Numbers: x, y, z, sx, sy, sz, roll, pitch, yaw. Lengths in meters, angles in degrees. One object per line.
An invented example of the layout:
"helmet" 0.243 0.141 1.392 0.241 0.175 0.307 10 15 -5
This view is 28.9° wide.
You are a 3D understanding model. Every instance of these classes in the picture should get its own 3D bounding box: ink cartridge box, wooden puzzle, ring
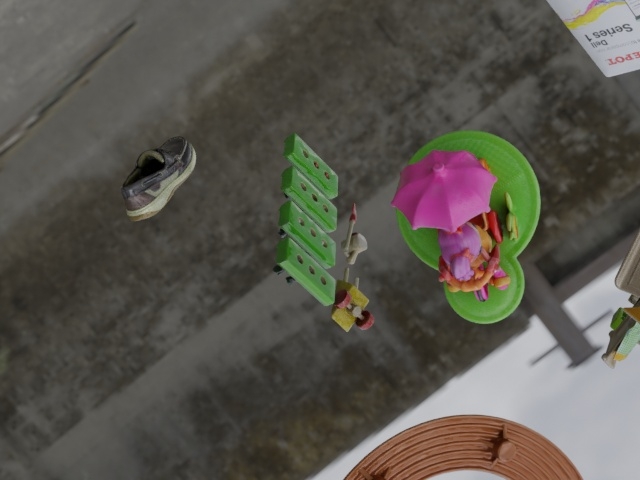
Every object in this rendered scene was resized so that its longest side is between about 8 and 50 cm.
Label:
"ink cartridge box" 0.421 -0.374 1.717 0.201 0.278 0.117 -9 -135 49
"wooden puzzle" 0.273 0.023 0.965 0.116 0.078 0.014 -52 158 -17
"ring" 0.145 0.346 1.280 0.336 0.336 0.032 -40 -164 -9

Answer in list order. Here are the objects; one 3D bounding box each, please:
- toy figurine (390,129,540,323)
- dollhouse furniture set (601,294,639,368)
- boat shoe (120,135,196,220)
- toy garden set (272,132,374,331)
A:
"toy figurine" 0.112 -0.012 1.027 0.130 0.173 0.159 -11 177 16
"dollhouse furniture set" 0.325 0.077 1.210 0.076 0.058 0.151 -59 174 29
"boat shoe" -0.185 -0.082 1.417 0.056 0.049 0.152 -9 -148 20
"toy garden set" 0.000 0.000 1.773 0.049 0.204 0.244 -25 -139 27
